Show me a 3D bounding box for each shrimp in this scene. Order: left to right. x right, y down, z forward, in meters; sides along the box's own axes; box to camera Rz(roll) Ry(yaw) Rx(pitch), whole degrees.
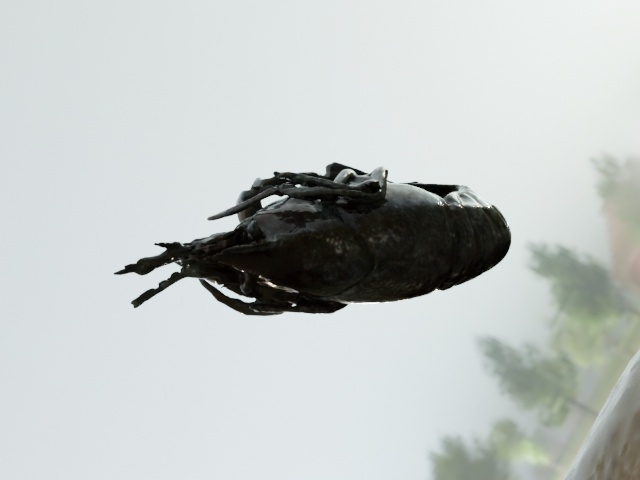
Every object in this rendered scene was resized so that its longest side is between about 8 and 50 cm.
[{"bbox_3d":[0.000,0.000,0.623,0.065,0.165,0.057,27,113,58],"label":"shrimp"}]

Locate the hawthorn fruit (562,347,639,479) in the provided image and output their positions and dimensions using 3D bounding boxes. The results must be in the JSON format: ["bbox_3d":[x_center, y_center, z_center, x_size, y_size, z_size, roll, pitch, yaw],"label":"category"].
[{"bbox_3d":[0.351,0.190,0.959,0.472,0.472,0.472,-59,-9,-16],"label":"hawthorn fruit"}]
